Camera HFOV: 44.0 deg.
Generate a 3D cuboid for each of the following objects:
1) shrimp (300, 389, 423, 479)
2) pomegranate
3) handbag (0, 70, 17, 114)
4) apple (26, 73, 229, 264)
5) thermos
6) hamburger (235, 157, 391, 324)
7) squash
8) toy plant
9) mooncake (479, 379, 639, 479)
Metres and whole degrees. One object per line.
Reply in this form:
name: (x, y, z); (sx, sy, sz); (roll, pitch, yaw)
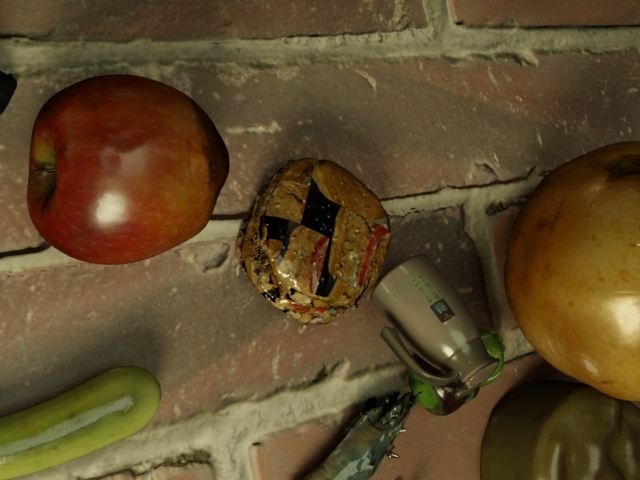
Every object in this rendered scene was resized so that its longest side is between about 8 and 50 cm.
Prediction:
shrimp: (0.067, 0.345, 1.087); (0.289, 0.075, 0.178); (-47, 113, -27)
pomegranate: (0.488, 0.050, 1.181); (0.416, 0.416, 0.417); (5, 80, -29)
handbag: (-0.424, -0.148, 0.818); (0.088, 0.254, 0.211); (11, 69, 18)
apple: (-0.216, -0.078, 0.906); (0.230, 0.230, 0.230); (5, 80, -29)
thermos: (0.154, 0.129, 1.096); (0.137, 0.105, 0.193); (-19, 60, -34)
hamburger: (0.000, 0.000, 1.083); (0.231, 0.107, 0.231); (9, 71, -26)
squash: (-0.299, 0.210, 0.899); (0.250, 0.083, 0.083); (-17, 91, -27)
toy plant: (0.211, 0.187, 1.176); (0.162, 0.093, 0.093); (-29, 97, -30)
mooncake: (0.397, 0.358, 1.220); (0.284, 0.155, 0.284); (6, 78, -30)
